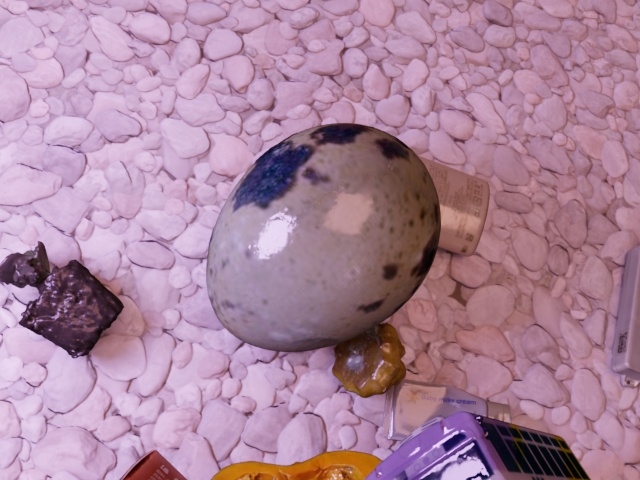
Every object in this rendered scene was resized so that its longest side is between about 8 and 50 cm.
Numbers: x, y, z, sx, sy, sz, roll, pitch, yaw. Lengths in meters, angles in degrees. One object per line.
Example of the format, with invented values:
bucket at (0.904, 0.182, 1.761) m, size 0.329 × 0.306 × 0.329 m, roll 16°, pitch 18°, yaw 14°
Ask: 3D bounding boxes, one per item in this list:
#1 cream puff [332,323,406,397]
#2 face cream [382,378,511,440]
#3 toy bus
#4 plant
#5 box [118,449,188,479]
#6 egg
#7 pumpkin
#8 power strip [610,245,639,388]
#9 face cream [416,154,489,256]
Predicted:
cream puff at (0.097, 0.214, 1.255) m, size 0.116 × 0.146 × 0.146 m, roll 28°, pitch 58°, yaw -47°
face cream at (0.228, 0.320, 1.284) m, size 0.224 × 0.070 × 0.114 m, roll 9°, pitch 68°, yaw -2°
toy bus at (0.266, 0.399, 1.037) m, size 0.440 × 0.209 × 0.249 m, roll 26°, pitch 29°, yaw -50°
plant at (-0.429, 0.090, 1.142) m, size 0.203 × 0.142 × 0.131 m, roll 44°, pitch 81°, yaw -1°
box at (-0.215, 0.546, 0.948) m, size 0.385 × 0.122 × 0.344 m, roll 42°, pitch 102°, yaw 3°
egg at (0.000, 0.000, 1.183) m, size 0.428 × 0.345 × 0.345 m, roll -41°, pitch 84°, yaw 3°
pumpkin at (-0.019, 0.436, 1.069) m, size 0.317 × 0.222 × 0.139 m, roll 2°, pitch 110°, yaw -18°
power strip at (0.678, 0.143, 1.468) m, size 0.098 × 0.058 × 0.338 m, roll 21°, pitch 66°, yaw -6°
face cream at (0.161, -0.098, 1.403) m, size 0.348 × 0.081 × 0.173 m, roll 18°, pitch 69°, yaw -8°
